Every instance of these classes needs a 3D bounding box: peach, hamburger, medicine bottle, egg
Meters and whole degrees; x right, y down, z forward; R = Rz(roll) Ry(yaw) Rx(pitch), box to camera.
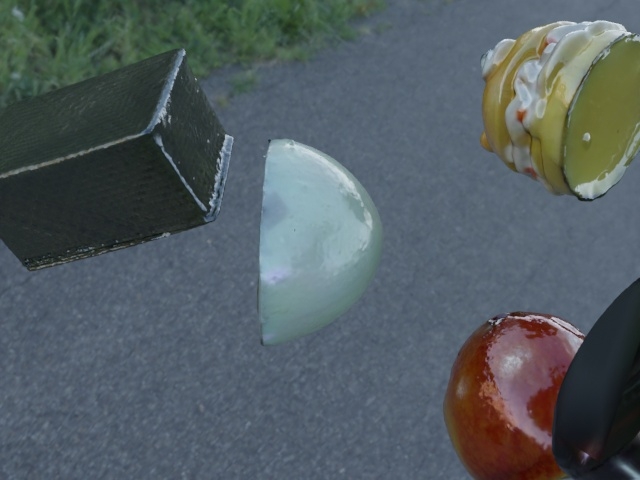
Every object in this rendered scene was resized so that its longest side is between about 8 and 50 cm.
[{"bbox_3d":[0.310,0.247,1.198,0.238,0.281,0.281,1,48,-39],"label":"peach"},{"bbox_3d":[0.375,-0.222,1.224,0.276,0.276,0.237,8,16,-42],"label":"hamburger"},{"bbox_3d":[0.422,0.207,0.664,0.395,0.242,0.242,32,30,4],"label":"medicine bottle"},{"bbox_3d":[0.000,0.000,1.209,0.201,0.337,0.337,-1,37,0],"label":"egg"}]

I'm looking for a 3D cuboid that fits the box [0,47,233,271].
[{"bbox_3d":[-0.263,-0.095,0.928,0.184,0.273,0.143,-86,156,-45],"label":"box"}]
